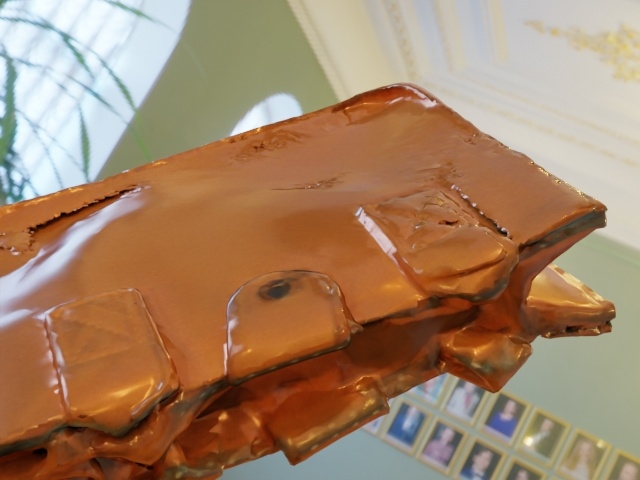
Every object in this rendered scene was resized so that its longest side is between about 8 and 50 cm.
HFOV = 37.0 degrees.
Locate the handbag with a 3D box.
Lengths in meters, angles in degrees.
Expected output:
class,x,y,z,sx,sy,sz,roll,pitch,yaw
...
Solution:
class,x,y,z,sx,sy,sz,roll,pitch,yaw
handbag,-0.050,0.026,0.654,0.303,0.410,0.116,-134,-152,-57
